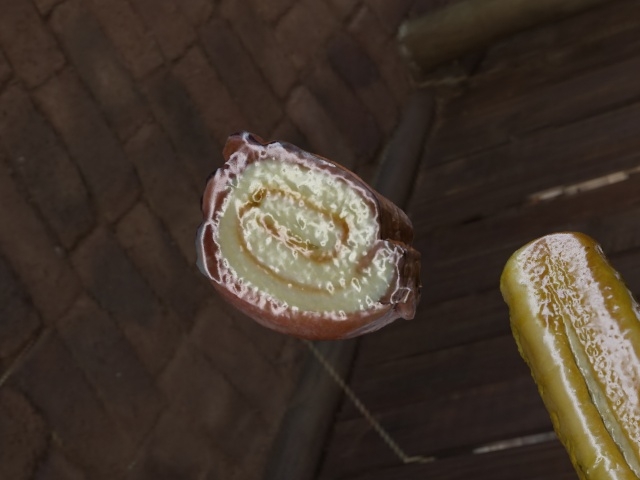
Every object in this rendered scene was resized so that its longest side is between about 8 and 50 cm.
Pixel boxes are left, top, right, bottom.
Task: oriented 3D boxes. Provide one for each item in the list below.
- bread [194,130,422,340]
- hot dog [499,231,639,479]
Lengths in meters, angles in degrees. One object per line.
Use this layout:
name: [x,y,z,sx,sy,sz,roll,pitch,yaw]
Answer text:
bread: [-0.004,0.012,1.209,0.190,0.244,0.123,-68,161,6]
hot dog: [0.174,0.113,0.665,0.061,0.088,0.286,80,-1,-49]
